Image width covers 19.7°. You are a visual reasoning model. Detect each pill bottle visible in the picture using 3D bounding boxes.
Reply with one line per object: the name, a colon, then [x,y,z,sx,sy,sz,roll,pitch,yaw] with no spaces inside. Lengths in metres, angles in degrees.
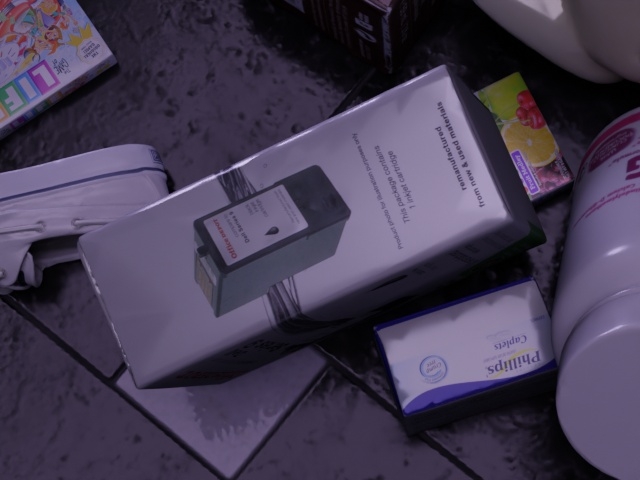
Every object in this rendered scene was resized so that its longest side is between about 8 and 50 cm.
pill bottle: [0.246,0.034,1.291,0.160,0.283,0.160,6,124,10]

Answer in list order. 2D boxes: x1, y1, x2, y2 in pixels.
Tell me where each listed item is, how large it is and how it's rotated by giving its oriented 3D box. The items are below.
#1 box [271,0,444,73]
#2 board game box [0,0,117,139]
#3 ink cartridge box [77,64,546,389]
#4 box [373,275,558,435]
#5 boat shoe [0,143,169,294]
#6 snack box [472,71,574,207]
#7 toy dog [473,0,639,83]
box: [0.041,-0.272,1.432,0.167,0.168,0.203,33,83,9]
board game box: [-0.257,-0.146,1.497,0.154,0.026,0.103,-34,79,-4]
ink cartridge box: [0.000,0.000,1.336,0.289,0.211,0.122,-24,81,11]
box: [0.111,0.088,1.373,0.126,0.137,0.072,-18,78,0]
boat shoe: [-0.240,-0.002,1.433,0.258,0.095,0.084,-17,74,1]
snack box: [0.116,-0.056,1.452,0.141,0.037,0.100,-26,77,-1]
toy dog: [0.338,-0.245,1.263,0.284,0.408,0.395,-40,88,-27]
